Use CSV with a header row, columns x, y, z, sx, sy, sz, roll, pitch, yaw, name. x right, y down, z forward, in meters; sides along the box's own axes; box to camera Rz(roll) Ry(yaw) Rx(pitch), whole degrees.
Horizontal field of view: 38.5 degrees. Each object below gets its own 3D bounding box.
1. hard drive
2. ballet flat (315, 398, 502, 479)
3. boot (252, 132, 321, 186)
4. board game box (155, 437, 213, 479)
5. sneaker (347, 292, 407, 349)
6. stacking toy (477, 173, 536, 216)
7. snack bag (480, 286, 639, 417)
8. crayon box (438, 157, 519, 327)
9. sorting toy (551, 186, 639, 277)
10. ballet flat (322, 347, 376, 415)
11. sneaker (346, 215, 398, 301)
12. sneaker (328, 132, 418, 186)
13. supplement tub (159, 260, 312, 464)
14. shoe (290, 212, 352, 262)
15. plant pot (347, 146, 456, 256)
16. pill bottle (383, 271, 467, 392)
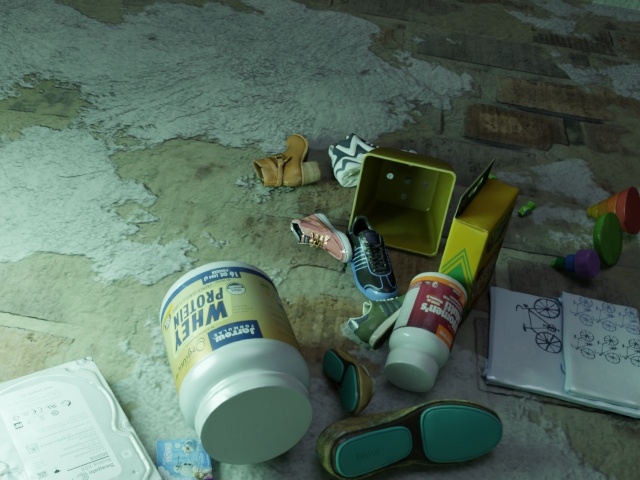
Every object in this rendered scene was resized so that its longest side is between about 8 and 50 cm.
x,y,z,sx,sy,sz,roll,pitch,yaw,name
-0.427,0.349,1.515,0.237,0.064,0.339,-15,44,-29,hard drive
0.153,0.342,1.622,0.349,0.123,0.123,-6,39,-23,ballet flat
-0.098,-0.204,2.311,0.153,0.072,0.197,-9,38,-17,boot
-0.232,0.377,1.554,0.090,0.020,0.090,-2,38,-13,board game box
0.131,0.144,1.902,0.086,0.064,0.192,32,45,20,sneaker
0.414,-0.106,2.308,0.221,0.052,0.167,-17,45,-32,stacking toy
0.512,0.215,1.919,0.343,0.037,0.323,12,37,4,snack bag
0.322,0.009,1.912,0.081,0.318,0.202,24,40,18,crayon box
0.663,-0.016,2.231,0.126,0.127,0.365,0,28,41,sorting toy
0.066,0.256,1.689,0.073,0.080,0.232,14,13,-17,ballet flat
0.111,0.039,2.016,0.082,0.090,0.232,-6,39,-20,sneaker
0.128,-0.225,2.365,0.235,0.094,0.153,-16,51,-15,sneaker
-0.149,0.211,1.618,0.229,0.228,0.316,-5,39,-18,supplement tub
0.000,0.000,2.073,0.081,0.063,0.178,-12,36,-24,shoe
0.197,-0.114,2.158,0.212,0.212,0.187,13,25,5,plant pot
0.205,0.179,1.798,0.121,0.121,0.221,17,53,10,pill bottle
